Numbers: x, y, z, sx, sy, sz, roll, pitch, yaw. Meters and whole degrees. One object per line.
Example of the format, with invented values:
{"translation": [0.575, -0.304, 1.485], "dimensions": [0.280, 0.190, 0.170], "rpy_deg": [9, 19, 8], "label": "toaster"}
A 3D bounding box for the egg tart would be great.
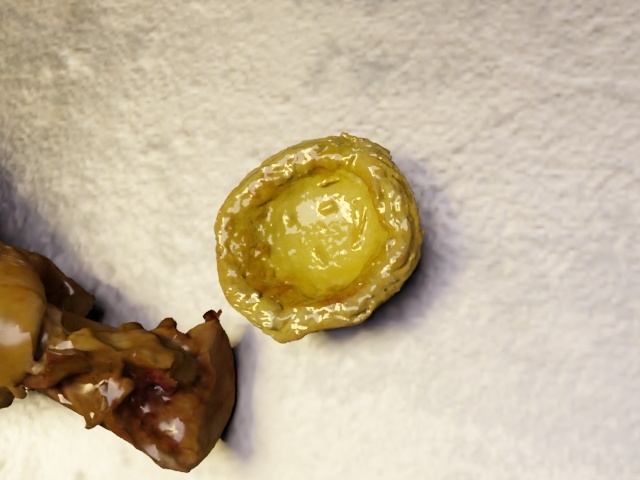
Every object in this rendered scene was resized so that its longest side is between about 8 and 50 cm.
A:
{"translation": [0.000, 0.000, 0.482], "dimensions": [0.105, 0.039, 0.105], "rpy_deg": [-5, 73, 16], "label": "egg tart"}

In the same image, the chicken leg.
{"translation": [-0.247, 0.055, 0.505], "dimensions": [0.409, 0.182, 0.295], "rpy_deg": [18, 90, 6], "label": "chicken leg"}
